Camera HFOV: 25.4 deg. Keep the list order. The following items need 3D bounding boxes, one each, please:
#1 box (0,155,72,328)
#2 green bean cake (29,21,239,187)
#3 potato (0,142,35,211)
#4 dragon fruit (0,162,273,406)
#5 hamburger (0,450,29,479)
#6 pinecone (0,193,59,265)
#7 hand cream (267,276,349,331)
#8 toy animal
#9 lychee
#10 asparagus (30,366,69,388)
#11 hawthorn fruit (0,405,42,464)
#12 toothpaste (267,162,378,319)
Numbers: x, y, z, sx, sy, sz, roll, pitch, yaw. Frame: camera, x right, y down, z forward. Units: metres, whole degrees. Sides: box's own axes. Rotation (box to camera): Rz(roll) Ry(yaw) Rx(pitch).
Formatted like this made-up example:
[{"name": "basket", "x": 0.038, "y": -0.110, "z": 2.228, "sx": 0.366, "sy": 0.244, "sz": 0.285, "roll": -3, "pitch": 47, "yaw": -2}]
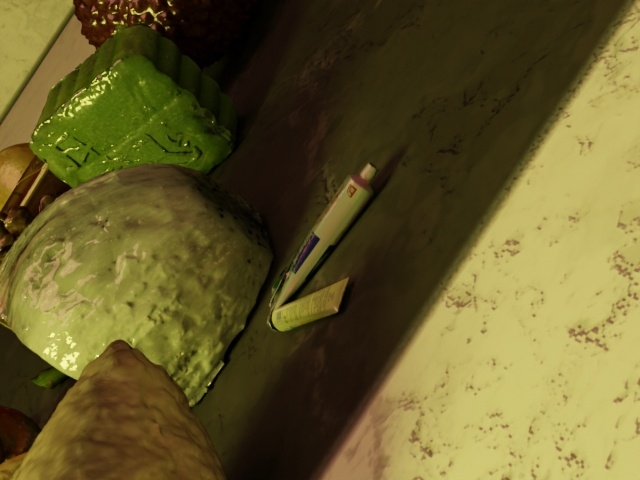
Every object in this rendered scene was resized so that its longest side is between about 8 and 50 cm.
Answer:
[{"name": "box", "x": -0.361, "y": 0.011, "z": 1.895, "sx": 0.240, "sy": 0.159, "sz": 0.071, "roll": -59, "pitch": 28, "yaw": -9}, {"name": "green bean cake", "x": -0.224, "y": -0.138, "z": 1.734, "sx": 0.214, "sy": 0.200, "sz": 0.113, "roll": -35, "pitch": 31, "yaw": 24}, {"name": "potato", "x": -0.406, "y": -0.068, "z": 2.040, "sx": 0.178, "sy": 0.158, "sz": 0.203, "roll": -57, "pitch": -4, "yaw": 32}, {"name": "dragon fruit", "x": -0.190, "y": 0.021, "z": 1.428, "sx": 0.221, "sy": 0.204, "sz": 0.283, "roll": -53, "pitch": 21, "yaw": 7}, {"name": "hamburger", "x": -0.303, "y": 0.309, "z": 1.320, "sx": 0.283, "sy": 0.157, "sz": 0.144, "roll": -60, "pitch": 20, "yaw": -3}, {"name": "pinecone", "x": -0.335, "y": 0.028, "z": 1.763, "sx": 0.195, "sy": 0.179, "sz": 0.150, "roll": -6, "pitch": 48, "yaw": 32}, {"name": "hand cream", "x": -0.010, "y": 0.060, "z": 1.228, "sx": 0.102, "sy": 0.022, "sz": 0.035, "roll": -24, "pitch": 37, "yaw": 46}, {"name": "toy animal", "x": -0.157, "y": 0.254, "z": 1.030, "sx": 0.226, "sy": 0.188, "sz": 0.358, "roll": -58, "pitch": 18, "yaw": 29}, {"name": "lychee", "x": -0.211, "y": -0.354, "z": 1.961, "sx": 0.276, "sy": 0.276, "sz": 0.304, "roll": -47, "pitch": 34, "yaw": 23}, {"name": "asparagus", "x": -0.292, "y": 0.146, "z": 1.717, "sx": 0.236, "sy": 0.027, "sz": 0.034, "roll": -28, "pitch": 14, "yaw": 51}, {"name": "hawthorn fruit", "x": -0.390, "y": 0.258, "z": 1.579, "sx": 0.173, "sy": 0.173, "sz": 0.173, "roll": -46, "pitch": 23, "yaw": 26}, {"name": "toothpaste", "x": 0.000, "y": 0.000, "z": 1.281, "sx": 0.170, "sy": 0.028, "sz": 0.045, "roll": -54, "pitch": 14, "yaw": 16}]
